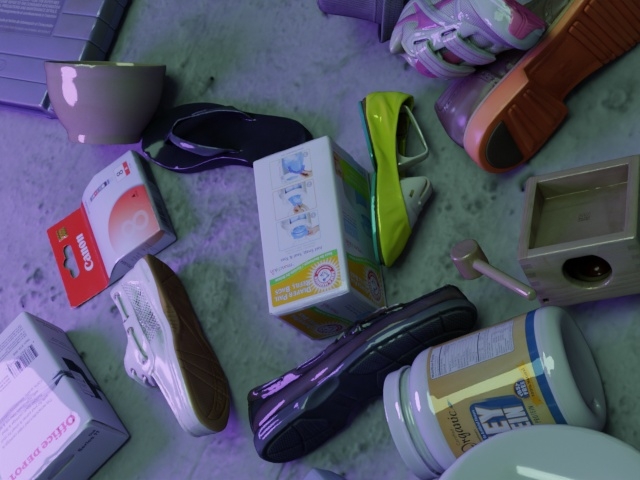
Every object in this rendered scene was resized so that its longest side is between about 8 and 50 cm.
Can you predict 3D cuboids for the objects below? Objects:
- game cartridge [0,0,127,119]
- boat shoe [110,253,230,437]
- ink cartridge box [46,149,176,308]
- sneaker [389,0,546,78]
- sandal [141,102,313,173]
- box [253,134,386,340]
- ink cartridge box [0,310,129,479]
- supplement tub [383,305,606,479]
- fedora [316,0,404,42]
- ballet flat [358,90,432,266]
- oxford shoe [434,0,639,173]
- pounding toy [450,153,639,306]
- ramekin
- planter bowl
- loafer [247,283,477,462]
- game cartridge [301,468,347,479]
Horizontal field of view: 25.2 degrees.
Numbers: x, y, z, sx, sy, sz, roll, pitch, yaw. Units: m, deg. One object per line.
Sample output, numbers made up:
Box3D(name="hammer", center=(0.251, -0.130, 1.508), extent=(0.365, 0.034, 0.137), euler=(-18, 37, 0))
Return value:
Box3D(name="game cartridge", center=(-0.452, -0.304, 2.116), extent=(0.355, 0.068, 0.230), euler=(12, 72, 34))
Box3D(name="boat shoe", center=(-0.191, 0.143, 1.751), extent=(0.096, 0.098, 0.277), euler=(-37, 47, 12))
Box3D(name="ink cartridge box", center=(-0.290, -0.016, 1.906), extent=(0.179, 0.045, 0.145), euler=(-32, 56, 12))
Box3D(name="sneaker", center=(0.158, -0.226, 1.589), extent=(0.111, 0.103, 0.252), euler=(-59, 21, -2))
Box3D(name="sandal", center=(-0.128, -0.138, 1.855), extent=(0.255, 0.054, 0.097), euler=(3, 71, 31))
Box3D(name="box", center=(0.000, 0.000, 1.685), extent=(0.103, 0.114, 0.203), euler=(-18, 62, 21))
Box3D(name="ink cartridge box", center=(-0.358, 0.218, 1.815), extent=(0.153, 0.087, 0.208), euler=(-44, 54, 7))
Box3D(name="supplement tub", center=(0.181, 0.163, 1.491), extent=(0.200, 0.144, 0.144), euler=(-22, 60, 21))
Box3D(name="fedora", center=(0.046, -0.380, 1.731), extent=(0.124, 0.243, 0.275), euler=(4, 101, 1))
Box3D(name="ballet flat", center=(0.092, -0.080, 1.696), extent=(0.077, 0.077, 0.230), euler=(-9, 62, 9))
Box3D(name="oxford shoe", center=(0.269, -0.251, 1.634), extent=(0.363, 0.130, 0.133), euler=(-47, 48, 4))
Box3D(name="pounding toy", center=(0.249, 0.021, 1.518), extent=(0.206, 0.094, 0.181), euler=(-12, 41, 26))
Box3D(name="ramekin", center=(0.221, 0.306, 1.347), extent=(0.277, 0.135, 0.277), euler=(-6, 46, 6))
Box3D(name="planter bowl", center=(-0.288, -0.184, 1.922), extent=(0.162, 0.162, 0.109), euler=(7, 101, 32))
Box3D(name="loafer", center=(0.035, 0.132, 1.618), extent=(0.302, 0.109, 0.095), euler=(-38, 51, 15))
Box3D(name="game cartridge", center=(0.012, 0.391, 1.483), extent=(0.196, 0.060, 0.294), euler=(-55, 37, 26))
